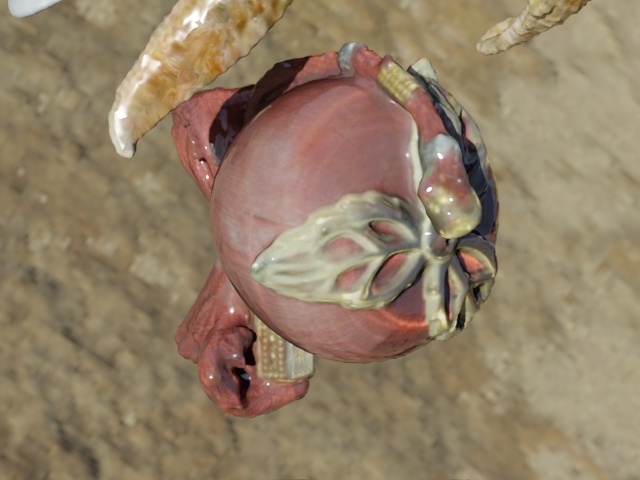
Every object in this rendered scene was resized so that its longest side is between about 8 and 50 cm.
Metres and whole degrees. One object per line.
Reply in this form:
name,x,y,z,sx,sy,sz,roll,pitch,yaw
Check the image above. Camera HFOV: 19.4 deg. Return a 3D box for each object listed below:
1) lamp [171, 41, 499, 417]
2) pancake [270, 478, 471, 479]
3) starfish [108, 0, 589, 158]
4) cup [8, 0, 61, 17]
lamp,0.012,0.000,1.000,0.151,0.215,0.223,-1,9,-19
pancake,0.022,0.238,1.589,0.294,0.294,0.049,10,72,-35
starfish,0.024,-0.253,0.901,0.132,0.384,0.398,-121,-170,-68
cup,-0.111,-0.314,1.223,0.163,0.347,0.347,53,29,-16
